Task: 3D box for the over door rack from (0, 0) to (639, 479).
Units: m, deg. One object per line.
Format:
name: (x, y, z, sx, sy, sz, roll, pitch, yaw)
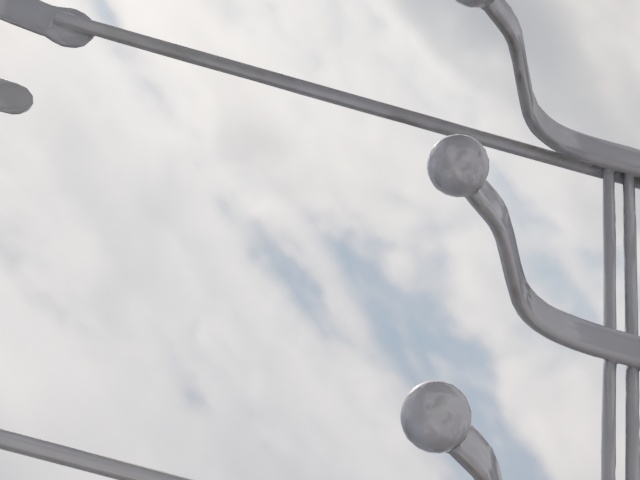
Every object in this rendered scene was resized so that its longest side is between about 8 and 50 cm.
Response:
over door rack: (0.000, 0.000, 0.634, 0.239, 0.324, 0.108, -80, -3, -46)
